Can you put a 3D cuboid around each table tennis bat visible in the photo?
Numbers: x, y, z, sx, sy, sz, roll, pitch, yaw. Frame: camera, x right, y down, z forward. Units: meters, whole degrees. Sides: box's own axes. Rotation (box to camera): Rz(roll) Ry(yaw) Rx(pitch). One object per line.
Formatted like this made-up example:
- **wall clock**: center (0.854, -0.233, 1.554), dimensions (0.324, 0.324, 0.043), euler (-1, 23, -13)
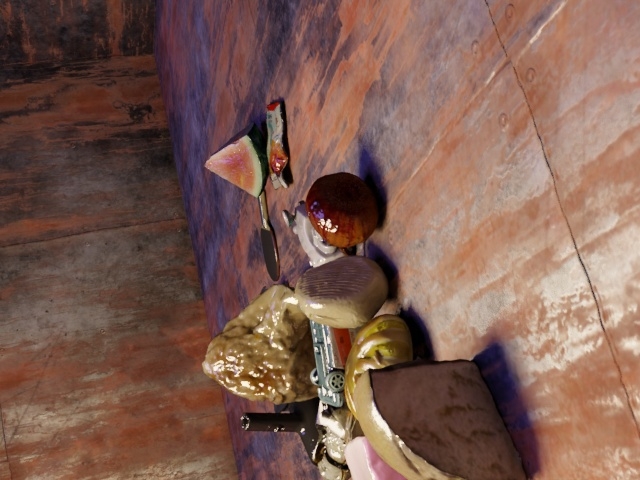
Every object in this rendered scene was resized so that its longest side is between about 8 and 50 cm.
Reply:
- **table tennis bat**: center (-0.156, -0.013, 2.278), dimensions (0.154, 0.021, 0.275), euler (-163, 63, -71)

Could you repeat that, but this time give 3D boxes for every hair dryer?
- **hair dryer**: center (-0.084, 0.460, 1.911), dimensions (0.089, 0.251, 0.197), euler (-63, 34, 25)

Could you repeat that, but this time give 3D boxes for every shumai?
- **shumai**: center (-0.121, 0.220, 1.826), dimensions (0.267, 0.313, 0.263), euler (-104, 17, -62)

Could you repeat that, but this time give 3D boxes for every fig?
- **fig**: center (0.039, -0.031, 1.471), dimensions (0.201, 0.133, 0.146), euler (91, 171, -56)

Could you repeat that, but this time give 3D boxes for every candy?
- **candy**: center (0.142, 0.483, 1.409), dimensions (0.155, 0.115, 0.265), euler (122, 134, -61)

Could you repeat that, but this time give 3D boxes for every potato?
- **potato**: center (0.149, 0.316, 1.164), dimensions (0.264, 0.189, 0.211), euler (108, 148, -56)

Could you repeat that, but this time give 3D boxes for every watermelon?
- **watermelon**: center (-0.206, -0.220, 2.140), dimensions (0.202, 0.136, 0.208), euler (1, 104, 42)

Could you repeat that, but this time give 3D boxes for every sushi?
- **sushi**: center (0.056, 0.459, 1.685), dimensions (0.109, 0.134, 0.273), euler (25, 117, 33)

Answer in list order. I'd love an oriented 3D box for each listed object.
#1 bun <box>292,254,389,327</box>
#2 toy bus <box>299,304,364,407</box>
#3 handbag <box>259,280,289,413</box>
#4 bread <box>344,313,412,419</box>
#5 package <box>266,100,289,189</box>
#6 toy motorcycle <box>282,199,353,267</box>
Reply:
- **bun**: center (0.042, 0.107, 1.444), dimensions (0.173, 0.166, 0.114), euler (15, 132, 45)
- **toy bus**: center (0.038, 0.197, 1.579), dimensions (0.121, 0.119, 0.265), euler (168, 94, -69)
- **handbag**: center (-0.114, 0.299, 2.146), dimensions (0.269, 0.118, 0.326), euler (114, 141, -59)
- **bread**: center (0.099, 0.229, 1.375), dimensions (0.213, 0.104, 0.214), euler (-171, 90, -87)
- **package**: center (-0.117, -0.242, 2.004), dimensions (0.166, 0.040, 0.232), euler (-158, 61, -71)
- **toy motorcycle**: center (0.000, 0.000, 1.649), dimensions (0.260, 0.110, 0.171), euler (-143, 34, -73)
